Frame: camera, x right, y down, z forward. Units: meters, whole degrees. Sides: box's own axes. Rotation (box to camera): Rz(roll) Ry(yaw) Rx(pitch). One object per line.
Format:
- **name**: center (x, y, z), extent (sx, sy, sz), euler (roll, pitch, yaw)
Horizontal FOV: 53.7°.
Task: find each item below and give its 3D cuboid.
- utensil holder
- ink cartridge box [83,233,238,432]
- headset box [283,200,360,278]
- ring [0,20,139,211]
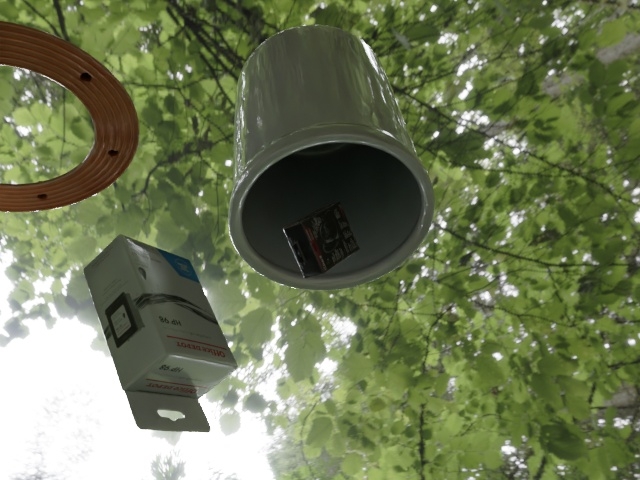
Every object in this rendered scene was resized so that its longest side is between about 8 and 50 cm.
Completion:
- **utensil holder**: center (-0.001, -0.160, 1.124), extent (0.328, 0.327, 0.385), euler (3, -137, -12)
- **ink cartridge box**: center (-0.148, 0.089, 0.608), extent (0.060, 0.104, 0.180), euler (-40, -122, 14)
- **headset box**: center (0.000, 0.000, 0.707), extent (0.083, 0.032, 0.062), euler (-32, -79, -46)
- **ring**: center (-0.414, -0.152, 0.833), extent (0.337, 0.336, 0.032), euler (-6, -125, -15)
